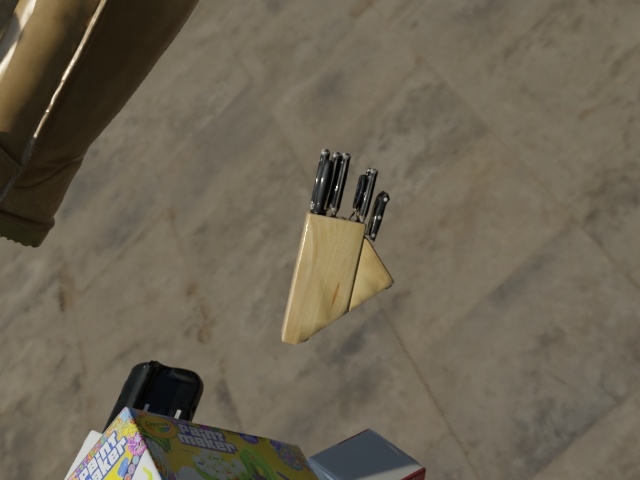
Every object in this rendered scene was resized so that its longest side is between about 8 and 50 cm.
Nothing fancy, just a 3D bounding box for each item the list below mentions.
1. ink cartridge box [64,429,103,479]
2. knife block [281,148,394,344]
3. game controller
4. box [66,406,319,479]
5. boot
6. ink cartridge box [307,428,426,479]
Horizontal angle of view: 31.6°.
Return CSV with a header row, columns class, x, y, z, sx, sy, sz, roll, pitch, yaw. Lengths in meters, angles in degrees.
class,x,y,z,sx,sy,sz,roll,pitch,yaw
ink cartridge box,-0.337,0.541,2.020,0.385,0.091,0.308,12,66,38
knife block,0.000,0.000,1.829,0.276,0.242,0.088,-33,5,1
game controller,-0.356,0.375,2.371,0.319,0.167,0.067,-72,-1,-51
box,-0.109,0.364,1.268,0.177,0.290,0.279,-51,46,16
boot,-0.245,-0.145,0.881,0.089,0.236,0.269,44,106,40
ink cartridge box,0.061,0.398,1.670,0.128,0.176,0.127,-20,36,-38
